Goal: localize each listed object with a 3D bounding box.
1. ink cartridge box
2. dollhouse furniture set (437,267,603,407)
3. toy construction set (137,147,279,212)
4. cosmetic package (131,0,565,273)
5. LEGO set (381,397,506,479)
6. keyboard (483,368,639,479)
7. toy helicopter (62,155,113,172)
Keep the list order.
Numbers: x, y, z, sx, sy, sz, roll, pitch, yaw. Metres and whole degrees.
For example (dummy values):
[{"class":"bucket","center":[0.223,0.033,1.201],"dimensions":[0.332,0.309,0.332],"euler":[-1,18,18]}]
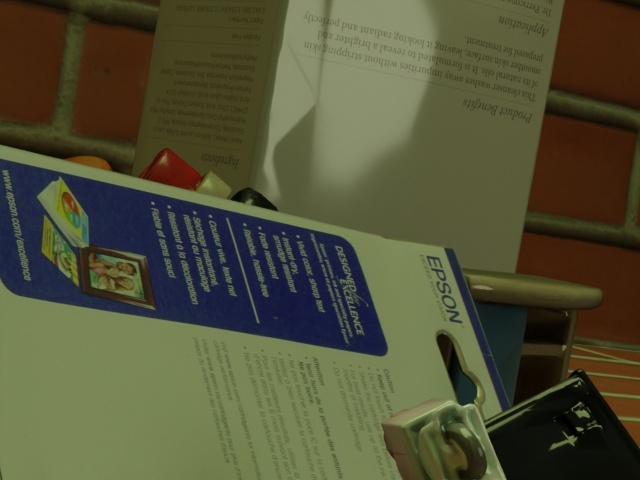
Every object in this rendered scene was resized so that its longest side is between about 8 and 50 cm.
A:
[{"class":"ink cartridge box","center":[-0.057,0.057,0.727],"dimensions":[0.333,0.165,0.065],"euler":[12,-42,-39]},{"class":"dollhouse furniture set","center":[0.206,0.139,0.883],"dimensions":[0.303,0.198,0.286],"euler":[12,3,36]},{"class":"toy construction set","center":[-0.153,0.091,0.856],"dimensions":[0.309,0.257,0.237],"euler":[26,-50,-30]},{"class":"cosmetic package","center":[0.000,0.000,1.134],"dimensions":[0.217,0.385,0.156],"euler":[11,2,-34]},{"class":"LEGO set","center":[-0.061,0.154,0.618],"dimensions":[0.287,0.132,0.107],"euler":[-15,-7,-20]},{"class":"keyboard","center":[0.134,0.135,0.734],"dimensions":[0.108,0.180,0.023],"euler":[-25,-25,-19]},{"class":"toy helicopter","center":[-0.293,0.072,1.273],"dimensions":[0.355,0.140,0.235],"euler":[-8,27,25]}]
